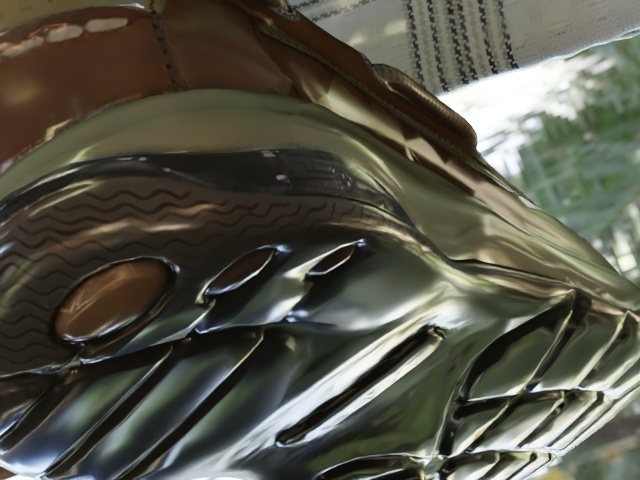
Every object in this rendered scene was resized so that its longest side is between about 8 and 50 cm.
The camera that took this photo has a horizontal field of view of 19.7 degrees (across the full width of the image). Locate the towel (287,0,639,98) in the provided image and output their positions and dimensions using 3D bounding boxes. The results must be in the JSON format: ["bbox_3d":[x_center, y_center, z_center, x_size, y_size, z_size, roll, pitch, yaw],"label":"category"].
[{"bbox_3d":[0.049,-0.213,0.767,0.056,0.324,0.312,13,-117,-67],"label":"towel"}]

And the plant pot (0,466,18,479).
[{"bbox_3d":[-0.135,0.008,0.632,0.237,0.237,0.110,38,-152,-33],"label":"plant pot"}]

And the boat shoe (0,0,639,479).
[{"bbox_3d":[0.000,0.000,0.487,0.120,0.122,0.324,60,-169,24],"label":"boat shoe"}]
